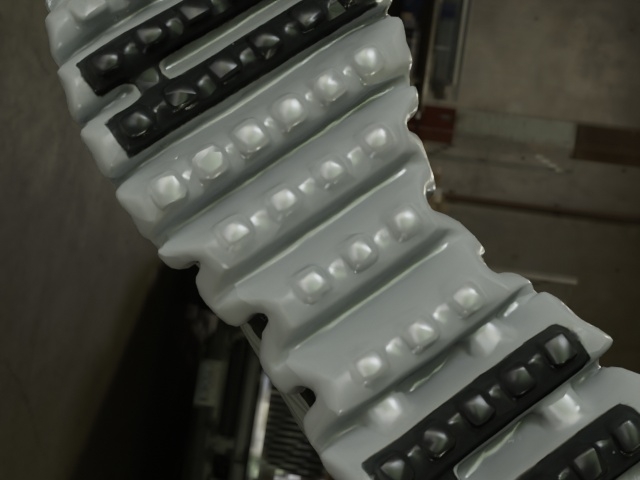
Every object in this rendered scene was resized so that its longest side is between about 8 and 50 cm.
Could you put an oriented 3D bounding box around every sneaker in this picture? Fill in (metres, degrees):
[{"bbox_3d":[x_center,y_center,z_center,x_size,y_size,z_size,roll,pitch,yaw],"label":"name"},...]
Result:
[{"bbox_3d":[0.000,0.000,0.376,0.292,0.110,0.118,60,-10,13],"label":"sneaker"}]
